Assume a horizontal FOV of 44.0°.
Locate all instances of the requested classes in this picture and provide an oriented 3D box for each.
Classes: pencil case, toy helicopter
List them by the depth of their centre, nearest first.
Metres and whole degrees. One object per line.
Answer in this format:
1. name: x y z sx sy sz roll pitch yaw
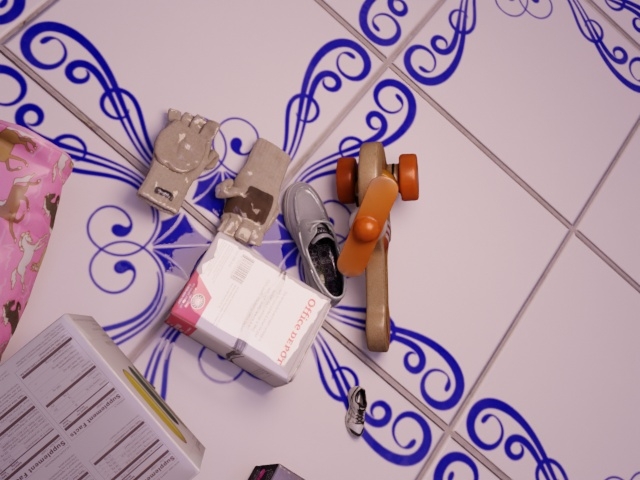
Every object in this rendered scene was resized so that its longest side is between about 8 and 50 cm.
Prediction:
1. pencil case: -0.480 0.020 1.096 0.160 0.167 0.386 15 78 11
2. toy helicopter: 0.094 0.012 1.320 0.140 0.235 0.355 -2 92 9

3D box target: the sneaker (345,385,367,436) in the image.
1. sneaker: 0.061 0.283 1.314 0.032 0.037 0.083 3 75 -21

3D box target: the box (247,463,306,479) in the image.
1. box: -0.071 0.475 1.149 0.163 0.142 0.247 34 66 -8

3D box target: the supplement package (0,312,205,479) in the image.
1. supplement package: -0.315 0.260 1.063 0.198 0.199 0.262 -41 89 -9

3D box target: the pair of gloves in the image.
1. pair of gloves: -0.174 -0.105 1.337 0.240 0.042 0.204 23 62 -20

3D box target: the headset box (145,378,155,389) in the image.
1. headset box: -0.285 0.248 1.198 0.062 0.032 0.083 43 66 -4

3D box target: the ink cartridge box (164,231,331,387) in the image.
1. ink cartridge box: -0.114 0.114 1.269 0.218 0.092 0.158 32 66 -7

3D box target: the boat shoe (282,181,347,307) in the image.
1. boat shoe: -0.001 0.001 1.349 0.079 0.081 0.227 -11 81 -24
